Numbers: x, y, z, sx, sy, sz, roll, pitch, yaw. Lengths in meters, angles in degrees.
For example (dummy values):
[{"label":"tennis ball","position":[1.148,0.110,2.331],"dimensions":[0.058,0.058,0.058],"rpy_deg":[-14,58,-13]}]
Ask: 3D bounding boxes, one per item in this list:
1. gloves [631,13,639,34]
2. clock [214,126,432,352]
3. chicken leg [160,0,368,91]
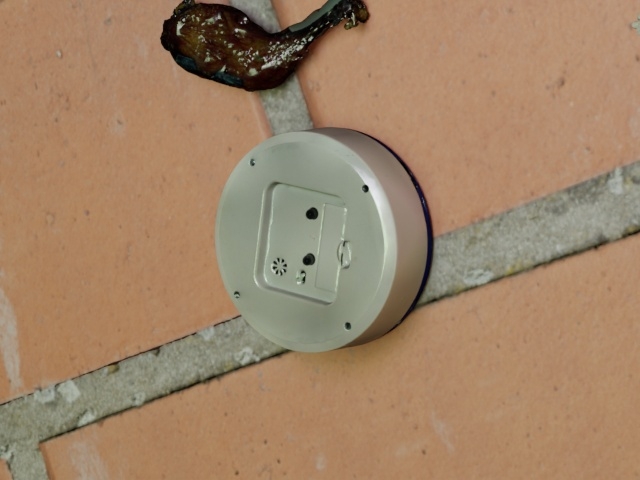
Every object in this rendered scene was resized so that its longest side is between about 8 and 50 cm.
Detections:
[{"label":"gloves","position":[0.321,-0.181,1.695],"dimensions":[0.081,0.044,0.037],"rpy_deg":[33,75,8]},{"label":"clock","position":[0.000,0.000,1.907],"dimensions":[0.230,0.083,0.230],"rpy_deg":[5,100,32]},{"label":"chicken leg","position":[-0.063,-0.210,1.946],"dimensions":[0.253,0.051,0.106],"rpy_deg":[-1,90,32]}]
